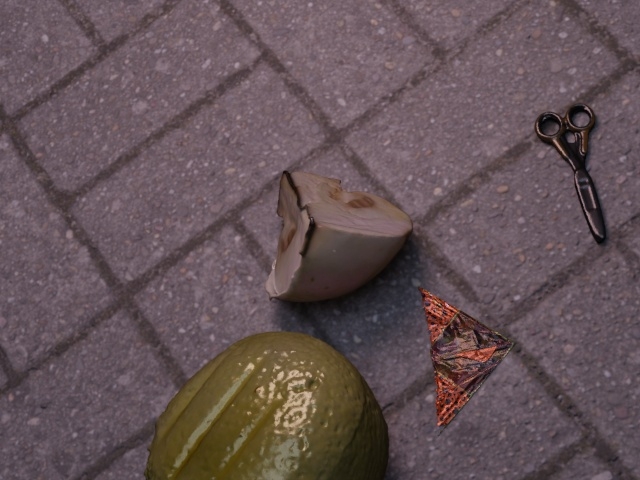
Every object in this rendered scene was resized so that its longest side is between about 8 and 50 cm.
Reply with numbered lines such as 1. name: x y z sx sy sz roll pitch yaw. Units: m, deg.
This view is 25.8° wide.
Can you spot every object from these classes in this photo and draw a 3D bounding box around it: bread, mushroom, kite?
1. bread: -0.072 0.271 1.792 0.320 0.237 0.321 -10 59 17
2. mushroom: 0.022 0.016 1.970 0.236 0.173 0.162 -113 40 -64
3. kite: 0.206 0.150 1.909 0.125 0.008 0.222 -10 63 8

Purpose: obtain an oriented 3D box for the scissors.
1. scissors: 0.368 -0.094 1.972 0.088 0.017 0.220 -15 62 5
